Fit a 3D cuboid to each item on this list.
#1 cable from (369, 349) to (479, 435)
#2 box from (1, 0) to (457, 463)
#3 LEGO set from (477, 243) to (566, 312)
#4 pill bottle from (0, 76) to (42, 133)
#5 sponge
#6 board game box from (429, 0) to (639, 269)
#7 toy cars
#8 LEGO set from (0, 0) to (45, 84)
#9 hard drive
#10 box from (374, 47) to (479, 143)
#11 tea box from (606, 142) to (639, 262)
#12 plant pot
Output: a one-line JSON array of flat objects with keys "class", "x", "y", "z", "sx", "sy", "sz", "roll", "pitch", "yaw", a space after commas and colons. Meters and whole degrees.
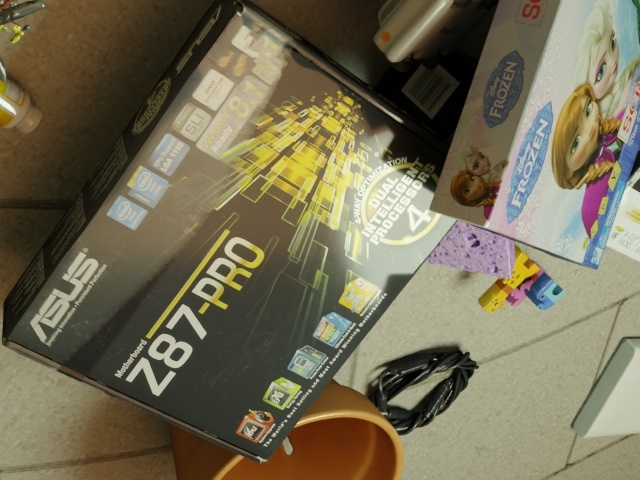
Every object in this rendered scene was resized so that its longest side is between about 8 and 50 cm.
[{"class": "cable", "x": 0.158, "y": 0.227, "z": 1.540, "sx": 0.184, "sy": 0.047, "sz": 0.150, "roll": -16, "pitch": 131, "yaw": -21}, {"class": "box", "x": -0.074, "y": 0.001, "z": 1.025, "sx": 0.318, "sy": 0.097, "sz": 0.395, "roll": 32, "pitch": 103, "yaw": -26}, {"class": "LEGO set", "x": 0.258, "y": 0.057, "z": 1.441, "sx": 0.093, "sy": 0.087, "sz": 0.227, "roll": -47, "pitch": 133, "yaw": 8}, {"class": "pill bottle", "x": -0.304, "y": -0.134, "z": 0.972, "sx": 0.043, "sy": 0.043, "sz": 0.083, "roll": -46, "pitch": 134, "yaw": 7}, {"class": "sponge", "x": 0.125, "y": -0.016, "z": 1.233, "sx": 0.117, "sy": 0.210, "sz": 0.031, "roll": 72, "pitch": 34, "yaw": -50}, {"class": "board game box", "x": 0.254, "y": -0.145, "z": 1.041, "sx": 0.318, "sy": 0.066, "sz": 0.318, "roll": 13, "pitch": 95, "yaw": -56}, {"class": "toy cars", "x": 0.177, "y": -0.293, "z": 1.064, "sx": 0.394, "sy": 0.087, "sz": 0.176, "roll": -38, "pitch": 171, "yaw": -23}, {"class": "LEGO set", "x": -0.256, "y": -0.296, "z": 0.768, "sx": 0.255, "sy": 0.192, "sz": 0.331, "roll": -30, "pitch": 135, "yaw": -8}, {"class": "hard drive", "x": 0.612, "y": 0.262, "z": 1.854, "sx": 0.307, "sy": 0.040, "sz": 0.203, "roll": 3, "pitch": 122, "yaw": -33}, {"class": "box", "x": 0.186, "y": -0.135, "z": 1.198, "sx": 0.207, "sy": 0.153, "sz": 0.108, "roll": 26, "pitch": 108, "yaw": -41}, {"class": "tea box", "x": 0.460, "y": -0.143, "z": 1.314, "sx": 0.329, "sy": 0.220, "sz": 0.323, "roll": 21, "pitch": 112, "yaw": -41}, {"class": "plant pot", "x": -0.069, "y": 0.263, "z": 1.318, "sx": 0.291, "sy": 0.203, "sz": 0.291, "roll": -17, "pitch": 131, "yaw": -21}]
